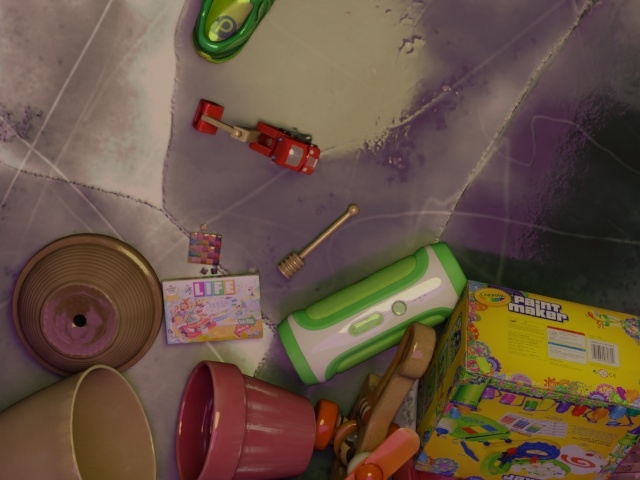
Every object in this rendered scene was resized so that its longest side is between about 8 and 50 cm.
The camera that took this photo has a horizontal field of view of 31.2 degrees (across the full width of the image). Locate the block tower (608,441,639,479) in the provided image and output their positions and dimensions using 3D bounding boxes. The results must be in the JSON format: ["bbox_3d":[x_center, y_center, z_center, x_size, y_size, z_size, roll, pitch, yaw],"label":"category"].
[{"bbox_3d":[0.489,0.465,1.903,0.097,0.091,0.335,-2,100,-3],"label":"block tower"}]

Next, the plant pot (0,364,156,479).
[{"bbox_3d":[-0.434,0.347,1.775,0.274,0.256,0.256,-15,101,17],"label":"plant pot"}]

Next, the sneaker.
[{"bbox_3d":[-0.096,-0.395,1.706,0.109,0.123,0.295,26,97,-7],"label":"sneaker"}]

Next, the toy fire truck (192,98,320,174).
[{"bbox_3d":[-0.100,-0.158,1.740,0.135,0.192,0.047,15,101,-34],"label":"toy fire truck"}]

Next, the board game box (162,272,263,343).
[{"bbox_3d":[-0.172,0.109,1.837,0.154,0.026,0.103,-4,99,-2],"label":"board game box"}]

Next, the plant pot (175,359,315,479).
[{"bbox_3d":[-0.113,0.298,1.799,0.180,0.201,0.201,11,99,-20],"label":"plant pot"}]

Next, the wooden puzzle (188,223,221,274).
[{"bbox_3d":[-0.185,0.014,1.831,0.049,0.006,0.083,7,99,-4],"label":"wooden puzzle"}]

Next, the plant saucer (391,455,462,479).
[{"bbox_3d":[0.256,0.448,1.909,0.259,0.048,0.258,-7,100,-3],"label":"plant saucer"}]

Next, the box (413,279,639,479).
[{"bbox_3d":[0.319,0.237,1.745,0.290,0.177,0.279,13,137,-6],"label":"box"}]

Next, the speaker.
[{"bbox_3d":[0.086,0.115,1.799,0.297,0.131,0.131,-27,100,1],"label":"speaker"}]

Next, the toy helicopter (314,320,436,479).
[{"bbox_3d":[0.085,0.271,1.727,0.140,0.235,0.355,21,125,-6],"label":"toy helicopter"}]

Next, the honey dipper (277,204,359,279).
[{"bbox_3d":[0.000,0.000,1.827,0.161,0.030,0.030,-40,99,2],"label":"honey dipper"}]

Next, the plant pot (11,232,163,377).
[{"bbox_3d":[-0.367,0.111,1.786,0.237,0.110,0.237,-1,99,-4],"label":"plant pot"}]
